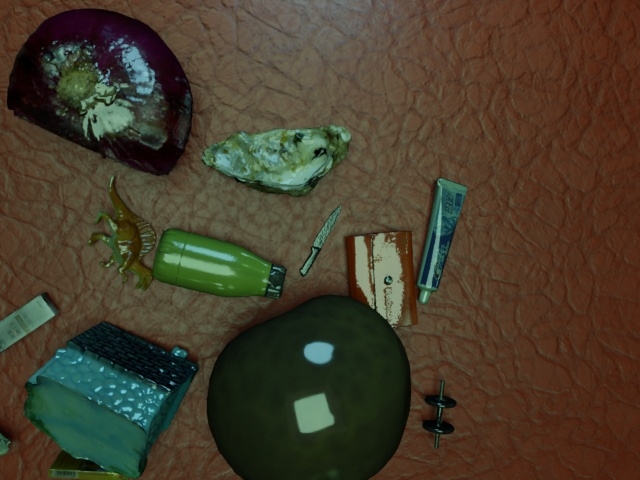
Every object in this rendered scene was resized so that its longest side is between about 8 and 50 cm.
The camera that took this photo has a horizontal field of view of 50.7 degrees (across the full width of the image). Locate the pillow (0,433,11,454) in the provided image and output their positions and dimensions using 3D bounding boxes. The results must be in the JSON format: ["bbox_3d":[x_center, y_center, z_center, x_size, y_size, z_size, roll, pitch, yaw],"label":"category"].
[{"bbox_3d":[-0.812,0.396,1.317,0.283,0.138,0.310,-42,98,-10],"label":"pillow"}]

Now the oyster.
[{"bbox_3d":[-0.090,-0.170,1.383,0.294,0.094,0.166,8,74,4],"label":"oyster"}]

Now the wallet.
[{"bbox_3d":[0.130,0.084,1.428,0.142,0.045,0.205,-5,94,-4],"label":"wallet"}]

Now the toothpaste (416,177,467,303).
[{"bbox_3d":[0.251,0.004,1.437,0.069,0.047,0.268,14,89,7],"label":"toothpaste"}]

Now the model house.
[{"bbox_3d":[-0.406,0.288,1.345,0.261,0.241,0.226,25,134,5],"label":"model house"}]

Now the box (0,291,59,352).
[{"bbox_3d":[-0.637,0.187,1.366,0.218,0.039,0.055,-35,97,-2],"label":"box"}]

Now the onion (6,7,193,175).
[{"bbox_3d":[-0.382,-0.284,1.254,0.336,0.282,0.260,24,88,7],"label":"onion"}]

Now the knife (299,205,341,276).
[{"bbox_3d":[0.000,0.000,1.429,0.023,0.010,0.170,30,88,-12],"label":"knife"}]

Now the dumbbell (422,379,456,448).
[{"bbox_3d":[0.254,0.372,1.444,0.069,0.069,0.147,5,93,-6],"label":"dumbbell"}]

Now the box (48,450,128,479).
[{"bbox_3d":[-0.461,0.459,1.374,0.155,0.087,0.023,5,94,-6],"label":"box"}]

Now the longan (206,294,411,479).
[{"bbox_3d":[-0.018,0.293,1.286,0.404,0.336,0.405,-5,59,9],"label":"longan"}]

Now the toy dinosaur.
[{"bbox_3d":[-0.390,-0.012,1.371,0.142,0.057,0.212,16,93,-17],"label":"toy dinosaur"}]

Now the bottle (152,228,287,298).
[{"bbox_3d":[-0.199,0.056,1.363,0.260,0.112,0.112,14,92,-6],"label":"bottle"}]
